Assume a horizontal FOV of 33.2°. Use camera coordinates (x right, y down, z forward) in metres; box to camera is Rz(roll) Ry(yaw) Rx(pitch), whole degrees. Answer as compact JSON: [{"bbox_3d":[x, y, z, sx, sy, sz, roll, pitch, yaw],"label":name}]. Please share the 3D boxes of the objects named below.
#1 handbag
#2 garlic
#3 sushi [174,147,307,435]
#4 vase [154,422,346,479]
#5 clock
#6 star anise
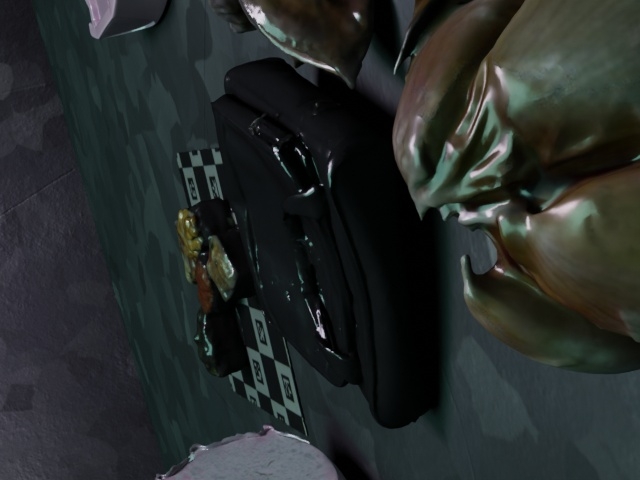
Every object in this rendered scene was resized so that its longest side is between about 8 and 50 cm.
[{"bbox_3d":[0.000,0.000,0.896,0.244,0.088,0.275,43,148,53],"label":"handbag"},{"bbox_3d":[0.129,-0.058,0.411,0.160,0.191,0.214,-10,83,47],"label":"garlic"},{"bbox_3d":[-0.138,0.063,1.391,0.343,0.064,0.359,-173,68,-70],"label":"sushi"},{"bbox_3d":[-0.034,0.437,1.145,0.250,0.250,0.445,-140,35,-60],"label":"vase"},{"bbox_3d":[-0.290,-0.409,1.440,0.290,0.080,0.275,165,91,-70],"label":"clock"},{"bbox_3d":[-0.044,-0.234,0.845,0.198,0.111,0.257,66,173,-25],"label":"star anise"}]
